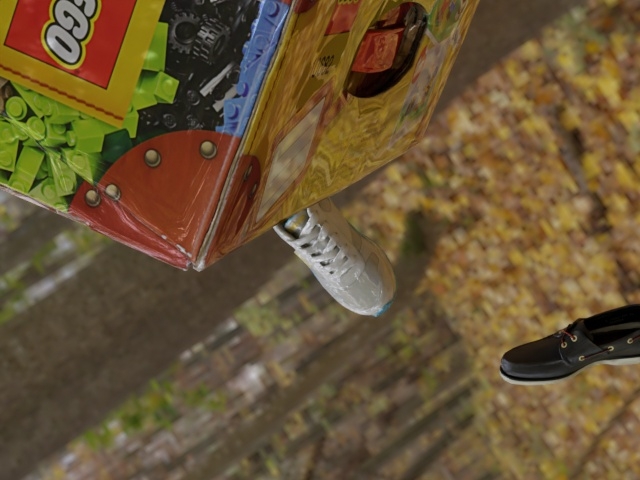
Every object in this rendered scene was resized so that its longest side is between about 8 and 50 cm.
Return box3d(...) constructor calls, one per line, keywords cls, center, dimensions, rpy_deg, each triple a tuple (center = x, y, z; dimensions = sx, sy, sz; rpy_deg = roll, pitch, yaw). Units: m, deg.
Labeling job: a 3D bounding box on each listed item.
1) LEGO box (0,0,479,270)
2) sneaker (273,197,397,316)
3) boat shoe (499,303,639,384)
box3d(cls="LEGO box", center=(-0.123, -0.180, 0.931), dimensions=(0.373, 0.193, 0.500), rpy_deg=(24, -165, 9))
box3d(cls="sneaker", center=(0.000, 0.000, 1.883), dimensions=(0.228, 0.087, 0.092), rpy_deg=(51, -161, 14))
box3d(cls="boat shoe", center=(0.204, 0.080, 1.243), dimensions=(0.049, 0.133, 0.042), rpy_deg=(-101, -2, -57))
